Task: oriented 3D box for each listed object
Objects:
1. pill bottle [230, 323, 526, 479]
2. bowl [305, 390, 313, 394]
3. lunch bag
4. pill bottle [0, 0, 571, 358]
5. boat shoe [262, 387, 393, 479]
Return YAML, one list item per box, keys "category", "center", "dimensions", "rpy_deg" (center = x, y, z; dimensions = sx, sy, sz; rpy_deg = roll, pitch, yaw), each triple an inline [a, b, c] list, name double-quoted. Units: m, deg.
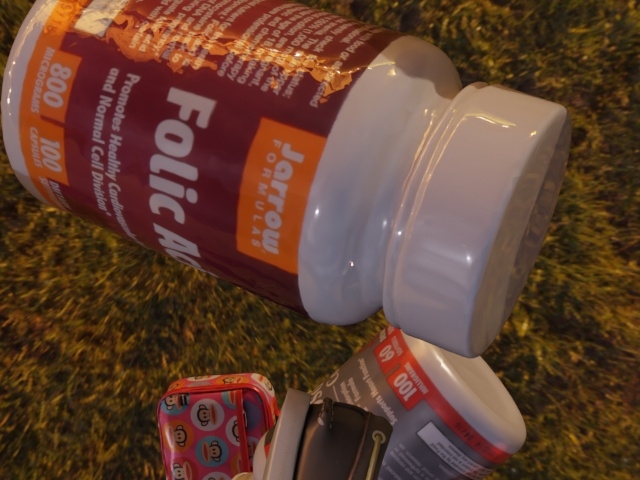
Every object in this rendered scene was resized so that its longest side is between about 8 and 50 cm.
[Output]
- category: "pill bottle"
  center: [0.050, 0.270, 1.149]
  dimensions: [0.363, 0.210, 0.210]
  rpy_deg: [-43, 96, 13]
- category: "bowl"
  center: [0.038, 0.453, 1.881]
  dimensions: [0.156, 0.289, 0.290]
  rpy_deg: [11, 89, -24]
- category: "lunch bag"
  center: [-0.173, 0.408, 1.837]
  dimensions: [0.258, 0.120, 0.293]
  rpy_deg: [-6, 98, 5]
- category: "pill bottle"
  center: [-0.027, -0.068, 0.730]
  dimensions: [0.392, 0.224, 0.224]
  rpy_deg: [21, 88, 22]
- category: "boat shoe"
  center: [-0.014, 0.262, 0.681]
  dimensions: [0.091, 0.109, 0.305]
  rpy_deg: [13, 67, -3]
